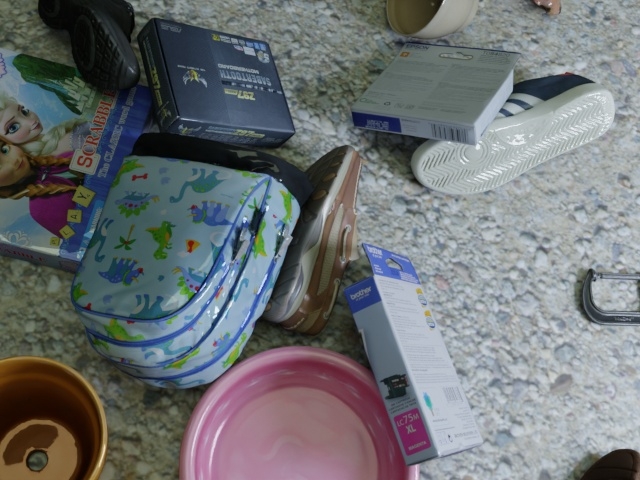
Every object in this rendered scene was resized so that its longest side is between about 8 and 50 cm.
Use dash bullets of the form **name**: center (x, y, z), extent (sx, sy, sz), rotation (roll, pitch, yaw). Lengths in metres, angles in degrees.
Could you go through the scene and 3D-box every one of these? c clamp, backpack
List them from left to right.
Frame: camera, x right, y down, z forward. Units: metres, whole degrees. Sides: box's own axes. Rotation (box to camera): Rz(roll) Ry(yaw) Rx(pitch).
- **backpack**: center (-0.197, 0.028, 1.219), extent (0.290, 0.273, 0.355), rotation (13, 80, 15)
- **c clamp**: center (0.504, 0.079, 1.440), extent (0.161, 0.022, 0.137), rotation (-3, 74, -13)

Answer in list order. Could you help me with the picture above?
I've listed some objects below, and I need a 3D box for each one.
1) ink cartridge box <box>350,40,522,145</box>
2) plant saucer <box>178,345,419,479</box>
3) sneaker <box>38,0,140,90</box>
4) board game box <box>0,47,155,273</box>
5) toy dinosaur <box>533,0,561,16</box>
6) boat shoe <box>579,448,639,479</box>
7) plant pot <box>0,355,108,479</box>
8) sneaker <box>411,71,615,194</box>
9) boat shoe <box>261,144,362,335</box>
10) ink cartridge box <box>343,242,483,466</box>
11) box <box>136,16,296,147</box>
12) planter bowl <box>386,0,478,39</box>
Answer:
- **ink cartridge box**: center (0.197, -0.249, 1.438), extent (0.223, 0.045, 0.224), rotation (13, 47, 29)
- **plant saucer**: center (-0.031, 0.317, 1.210), extent (0.333, 0.084, 0.331), rotation (3, 68, -8)
- **sneaker**: center (-0.344, -0.343, 1.381), extent (0.130, 0.109, 0.286), rotation (-8, 50, -40)
- **board game box**: center (-0.447, -0.130, 1.327), extent (0.318, 0.066, 0.318), rotation (14, 66, -4)
- **toy dinosaur**: center (0.320, -0.525, 1.602), extent (0.296, 0.127, 0.200), rotation (4, 74, -3)
- **boat shoe**: center (0.408, 0.425, 1.255), extent (0.257, 0.095, 0.095), rotation (-48, 117, -25)
- **plant pot**: center (-0.373, 0.270, 1.111), extent (0.205, 0.188, 0.205), rotation (3, 67, -8)
- **sneaker**: center (0.311, -0.191, 1.473), extent (0.350, 0.131, 0.148), rotation (-18, 36, -3)
- **boat shoe**: center (0.000, 0.000, 1.340), extent (0.116, 0.123, 0.324), rotation (37, 62, -30)
- **ink cartridge box**: center (0.129, 0.163, 1.254), extent (0.065, 0.186, 0.311), rotation (-25, 71, 23)
- **box**: center (-0.163, -0.246, 1.375), extent (0.233, 0.059, 0.183), rotation (2, 65, -41)
- **planter bowl**: center (0.210, -0.428, 1.531), extent (0.109, 0.162, 0.162), rotation (10, 64, -35)
